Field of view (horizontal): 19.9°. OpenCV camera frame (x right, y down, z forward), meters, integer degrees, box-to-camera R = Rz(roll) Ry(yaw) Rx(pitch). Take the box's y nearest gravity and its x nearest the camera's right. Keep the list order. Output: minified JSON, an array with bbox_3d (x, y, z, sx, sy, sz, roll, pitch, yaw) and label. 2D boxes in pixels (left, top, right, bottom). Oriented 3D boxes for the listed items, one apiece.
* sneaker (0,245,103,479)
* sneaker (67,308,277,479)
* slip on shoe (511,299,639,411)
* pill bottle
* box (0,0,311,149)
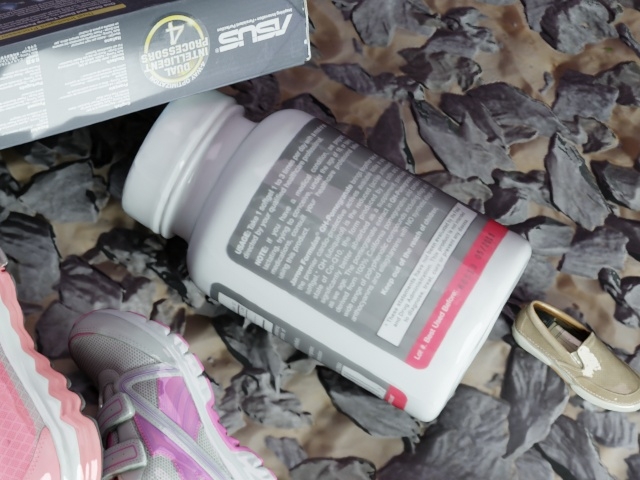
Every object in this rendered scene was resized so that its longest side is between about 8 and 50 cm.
[{"bbox_3d":[-0.292,0.088,1.400,0.136,0.116,0.314,-17,60,-39],"label":"sneaker"},{"bbox_3d":[-0.131,0.160,1.415,0.111,0.103,0.252,-25,64,-31],"label":"sneaker"},{"bbox_3d":[0.231,0.099,1.599,0.135,0.041,0.051,37,54,13],"label":"slip on shoe"},{"bbox_3d":[0.000,0.000,1.522,0.318,0.176,0.176,30,52,7],"label":"pill bottle"},{"bbox_3d":[-0.255,-0.184,1.545,0.395,0.097,0.318,-19,27,-27],"label":"box"}]
